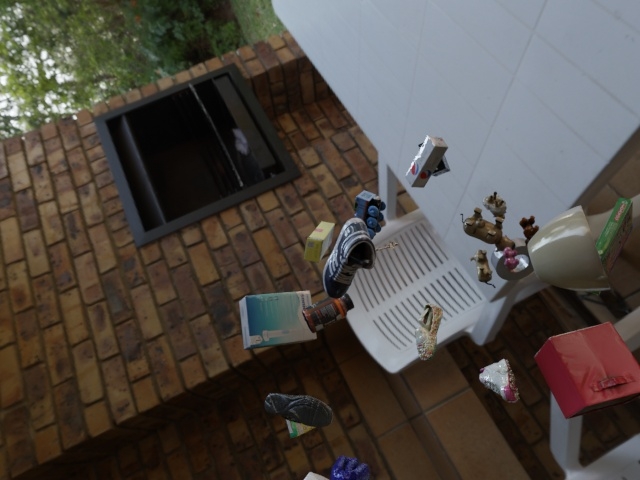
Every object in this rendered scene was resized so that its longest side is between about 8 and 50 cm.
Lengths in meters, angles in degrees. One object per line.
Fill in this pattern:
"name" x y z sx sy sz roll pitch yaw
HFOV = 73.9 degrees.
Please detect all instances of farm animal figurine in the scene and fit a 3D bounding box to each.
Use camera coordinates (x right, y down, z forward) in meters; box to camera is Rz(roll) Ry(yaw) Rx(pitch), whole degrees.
"farm animal figurine" 0.722 0.002 1.789 0.326 0.330 0.172 50 175 30

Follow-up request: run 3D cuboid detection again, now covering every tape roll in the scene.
"tape roll" 0.967 0.094 2.114 0.072 0.219 0.219 -97 -10 -56

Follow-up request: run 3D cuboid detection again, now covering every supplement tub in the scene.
"supplement tub" 0.034 0.281 1.692 0.106 0.198 0.106 62 170 19

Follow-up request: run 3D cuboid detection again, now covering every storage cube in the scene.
"storage cube" 0.757 0.369 1.201 0.215 0.184 0.193 70 -176 -55

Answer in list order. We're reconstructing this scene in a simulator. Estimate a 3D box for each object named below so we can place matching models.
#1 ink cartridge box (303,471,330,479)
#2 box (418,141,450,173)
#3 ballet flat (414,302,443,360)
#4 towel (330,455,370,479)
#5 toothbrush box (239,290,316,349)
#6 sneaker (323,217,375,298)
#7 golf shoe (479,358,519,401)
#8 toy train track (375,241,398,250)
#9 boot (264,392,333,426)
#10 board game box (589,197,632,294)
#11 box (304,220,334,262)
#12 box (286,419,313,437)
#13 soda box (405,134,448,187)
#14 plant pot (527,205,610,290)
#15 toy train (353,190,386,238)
"ink cartridge box" 0.025 0.736 1.051 0.233 0.171 0.168 31 162 39
"box" 0.519 -0.373 1.927 0.180 0.078 0.147 -12 -99 -66
"ballet flat" 0.378 0.320 1.527 0.077 0.241 0.091 40 133 -8
"towel" 0.047 0.580 0.788 0.227 0.076 0.308 74 -159 -69
"toothbrush box" -0.184 0.341 1.829 0.126 0.296 0.216 141 123 -61
"sneaker" 0.083 0.085 1.285 0.153 0.099 0.282 -110 34 -61
"golf shoe" 0.739 0.596 1.770 0.306 0.140 0.115 -9 -100 -71
"toy train track" 0.239 0.020 1.544 0.048 0.083 0.014 -104 -2 -69
"boot" -0.046 0.565 1.410 0.178 0.237 0.085 52 -133 -56
"board game box" 1.088 0.026 1.603 0.046 0.317 0.213 23 167 43
"box" 0.000 0.000 1.561 0.232 0.058 0.087 -54 -25 -67
"box" -0.073 0.725 1.732 0.179 0.043 0.105 15 -128 -59
"soda box" 0.427 -0.317 1.728 0.216 0.069 0.073 113 148 -45
"plant pot" 0.814 0.046 1.425 0.284 0.191 0.283 34 -133 -46
"toy train" 0.173 -0.089 1.553 0.105 0.080 0.184 26 131 25
